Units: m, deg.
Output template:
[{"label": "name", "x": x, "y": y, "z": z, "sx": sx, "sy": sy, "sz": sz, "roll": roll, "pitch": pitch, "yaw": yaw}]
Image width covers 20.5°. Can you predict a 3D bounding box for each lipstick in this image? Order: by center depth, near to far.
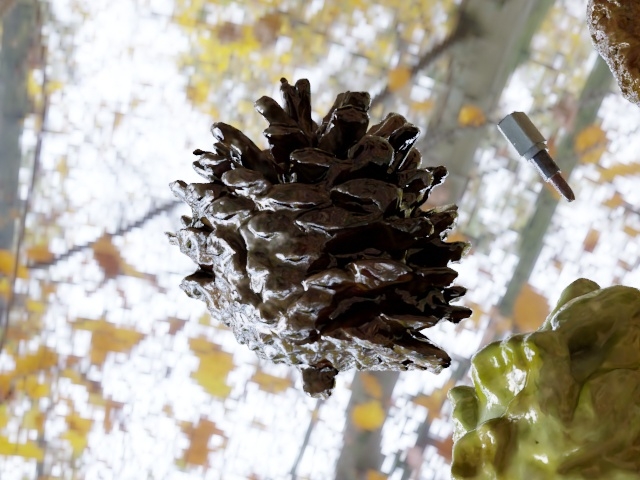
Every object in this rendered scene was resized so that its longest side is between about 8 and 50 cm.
[{"label": "lipstick", "x": 0.215, "y": -0.079, "z": 1.726, "sx": 0.025, "sy": 0.025, "sz": 0.107, "roll": -9, "pitch": -121, "yaw": -52}]

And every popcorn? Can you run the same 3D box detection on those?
[{"label": "popcorn", "x": 0.258, "y": 0.198, "z": 1.667, "sx": 0.312, "sy": 0.312, "sz": 0.312, "roll": 7, "pitch": -132, "yaw": -8}]

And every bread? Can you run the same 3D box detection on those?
[{"label": "bread", "x": 0.285, "y": -0.188, "z": 1.560, "sx": 0.105, "sy": 0.076, "sz": 0.233, "roll": 7, "pitch": -121, "yaw": -23}]

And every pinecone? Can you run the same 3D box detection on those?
[{"label": "pinecone", "x": 0.003, "y": -0.005, "z": 1.634, "sx": 0.298, "sy": 0.296, "sz": 0.242, "roll": 0, "pitch": -163, "yaw": 40}]
